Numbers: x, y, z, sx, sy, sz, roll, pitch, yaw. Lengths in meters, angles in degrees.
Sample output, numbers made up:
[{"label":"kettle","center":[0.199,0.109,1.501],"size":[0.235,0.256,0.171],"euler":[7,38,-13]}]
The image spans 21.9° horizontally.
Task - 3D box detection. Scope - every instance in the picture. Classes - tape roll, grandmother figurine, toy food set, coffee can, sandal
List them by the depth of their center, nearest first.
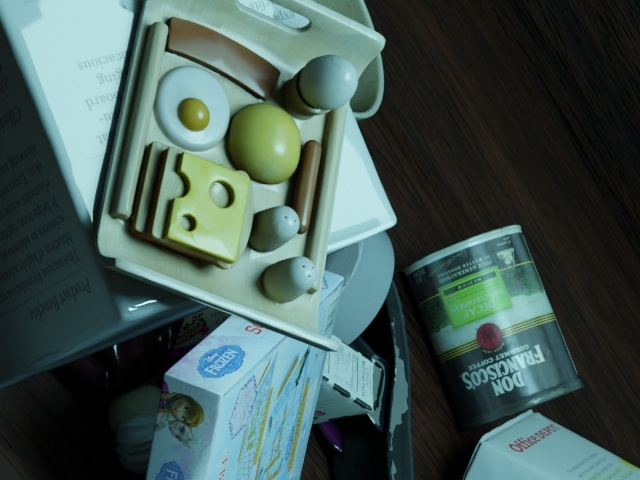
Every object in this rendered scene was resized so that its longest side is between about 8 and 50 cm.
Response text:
[{"label":"toy food set","center":[-0.057,-0.078,1.406],"size":[0.220,0.092,0.306],"euler":[22,63,-28]},{"label":"grandmother figurine","center":[-0.227,0.084,1.774],"size":[0.208,0.104,0.342],"euler":[-19,88,-38]},{"label":"tape roll","center":[-0.017,0.044,2.078],"size":[0.072,0.219,0.219],"euler":[43,33,-40]},{"label":"sandal","center":[0.039,0.198,2.147],"size":[0.107,0.167,0.446],"euler":[13,54,-28]},{"label":"coffee can","center":[0.271,0.138,2.602],"size":[0.201,0.201,0.275],"euler":[-4,71,-64]}]

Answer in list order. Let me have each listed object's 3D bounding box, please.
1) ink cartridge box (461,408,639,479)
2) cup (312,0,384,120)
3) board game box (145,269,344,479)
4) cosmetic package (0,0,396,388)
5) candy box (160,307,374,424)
[{"label":"ink cartridge box","center":[0.412,0.426,2.438],"size":[0.385,0.160,0.279],"euler":[29,14,20]},{"label":"cup","center":[-0.103,-0.268,2.160],"size":[0.331,0.237,0.331],"euler":[45,32,-39]},{"label":"board game box","center":[-0.089,0.220,1.708],"size":[0.318,0.066,0.318],"euler":[-40,146,-61]},{"label":"cosmetic package","center":[-0.204,-0.111,1.582],"size":[0.327,0.329,0.393],"euler":[-20,87,-37]},{"label":"candy box","center":[-0.061,0.148,1.959],"size":[0.233,0.159,0.071],"euler":[39,46,-47]}]
